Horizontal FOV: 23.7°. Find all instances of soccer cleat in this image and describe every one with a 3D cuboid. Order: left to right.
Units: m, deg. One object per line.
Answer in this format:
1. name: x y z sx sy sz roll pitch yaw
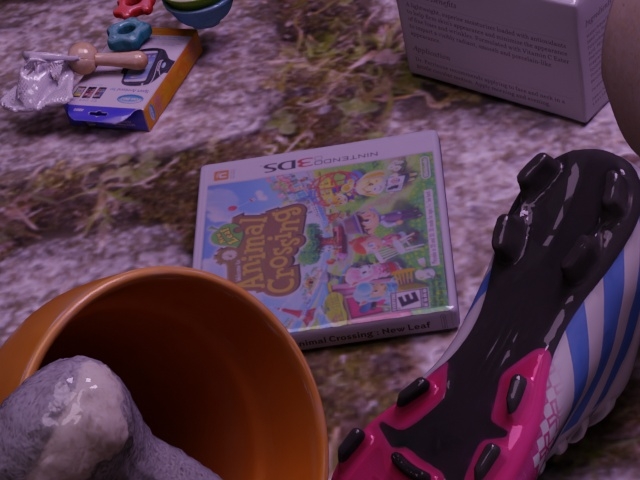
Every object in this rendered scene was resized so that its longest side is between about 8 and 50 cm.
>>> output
1. soccer cleat: 0.121 0.103 0.926 0.116 0.143 0.331 23 76 43

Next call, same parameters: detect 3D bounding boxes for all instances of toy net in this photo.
1. toy net: -0.189 -0.189 1.357 0.232 0.045 0.122 -28 42 -16

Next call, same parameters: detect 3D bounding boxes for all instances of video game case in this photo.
1. video game case: 0.000 0.000 1.139 0.193 0.023 0.212 -9 40 7

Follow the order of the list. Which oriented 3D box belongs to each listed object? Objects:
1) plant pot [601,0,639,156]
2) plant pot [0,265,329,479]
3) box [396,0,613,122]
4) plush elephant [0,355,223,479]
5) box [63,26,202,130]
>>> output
1. plant pot: 0.343 -0.089 0.947 0.334 0.333 0.305 -22 29 -9
2. plant pot: -0.132 0.127 0.891 0.188 0.205 0.205 -12 29 50
3. box: 0.184 -0.211 1.258 0.181 0.119 0.182 21 51 35
4. plush elephant: -0.038 0.260 0.644 0.272 0.330 0.255 -50 39 12
5. box: -0.168 -0.140 1.351 0.081 0.028 0.136 6 46 22
